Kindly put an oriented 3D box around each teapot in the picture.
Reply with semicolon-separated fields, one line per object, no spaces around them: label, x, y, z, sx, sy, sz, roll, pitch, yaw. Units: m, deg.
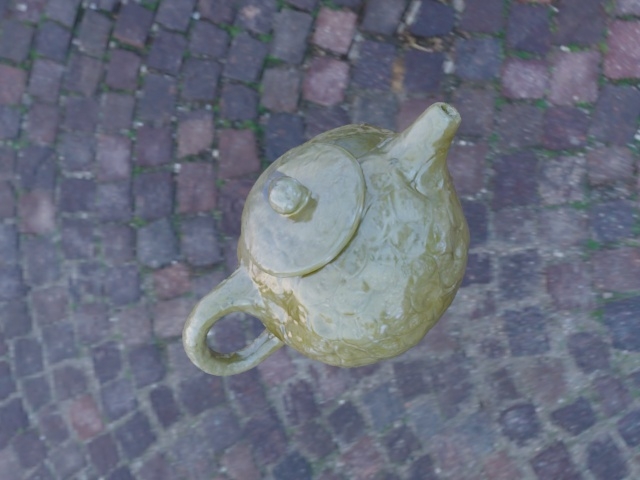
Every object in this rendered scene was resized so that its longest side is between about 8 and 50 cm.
teapot;0.000;0.000;1.055;0.311;0.167;0.203;-40;48;13
